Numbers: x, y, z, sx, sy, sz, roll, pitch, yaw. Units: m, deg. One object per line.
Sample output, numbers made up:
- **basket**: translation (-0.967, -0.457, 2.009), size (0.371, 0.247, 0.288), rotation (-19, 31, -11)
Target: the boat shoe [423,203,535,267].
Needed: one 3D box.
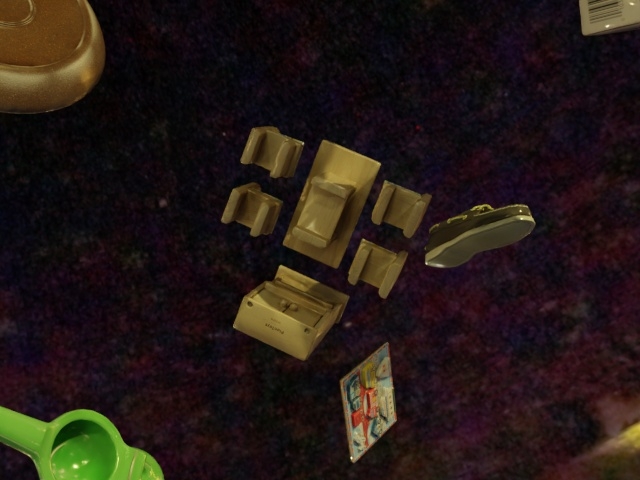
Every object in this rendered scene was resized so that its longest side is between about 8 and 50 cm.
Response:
- **boat shoe**: translation (0.242, -0.019, 1.066), size (0.081, 0.068, 0.228), rotation (14, 156, -26)

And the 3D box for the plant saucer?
- **plant saucer**: translation (-0.443, -0.316, 0.929), size (0.311, 0.310, 0.050), rotation (3, 152, -39)

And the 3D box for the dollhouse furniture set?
- **dollhouse furniture set**: translation (0.000, 0.000, 0.843), size (0.161, 0.212, 0.242), rotation (-37, 150, -72)

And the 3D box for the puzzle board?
- **puzzle board**: translation (0.065, 0.206, 0.857), size (0.096, 0.011, 0.128), rotation (-31, 123, -41)

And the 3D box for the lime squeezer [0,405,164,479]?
- **lime squeezer**: translation (-0.165, 0.144, 0.442), size (0.110, 0.059, 0.310), rotation (15, 148, 18)

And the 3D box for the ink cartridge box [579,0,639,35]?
- **ink cartridge box**: translation (0.348, -0.287, 0.592), size (0.371, 0.175, 0.069), rotation (-17, -168, -32)
